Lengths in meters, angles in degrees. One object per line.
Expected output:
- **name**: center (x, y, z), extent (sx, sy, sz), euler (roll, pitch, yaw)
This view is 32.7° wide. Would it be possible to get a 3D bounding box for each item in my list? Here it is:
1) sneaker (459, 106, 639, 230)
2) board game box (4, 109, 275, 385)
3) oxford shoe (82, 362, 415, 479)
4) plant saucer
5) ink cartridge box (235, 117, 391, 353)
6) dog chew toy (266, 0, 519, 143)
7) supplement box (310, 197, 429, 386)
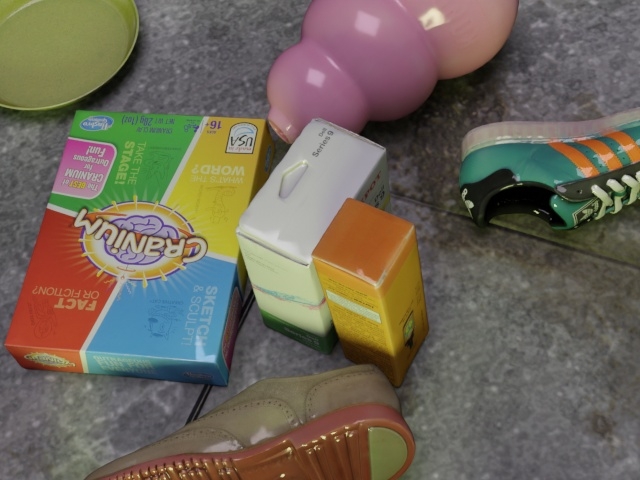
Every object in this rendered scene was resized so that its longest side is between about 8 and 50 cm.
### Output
- **sneaker**: center (0.305, -0.066, 1.201), extent (0.302, 0.108, 0.121), euler (-5, 60, 15)
- **board game box**: center (-0.197, 0.000, 1.250), extent (0.242, 0.064, 0.317), euler (3, 60, 10)
- **oxford shoe**: center (-0.082, 0.217, 1.101), extent (0.348, 0.123, 0.130), euler (-14, 33, 1)
- **plant saucer**: center (-0.352, -0.259, 1.439), extent (0.241, 0.037, 0.241), euler (-4, 59, 6)
- **ink cartridge box**: center (0.000, 0.000, 1.136), extent (0.093, 0.212, 0.154), euler (24, 66, 20)
- **dog chew toy**: center (0.073, -0.236, 1.280), extent (0.332, 0.206, 0.206), euler (-42, 63, -8)
- **supplement box**: center (0.055, 0.057, 1.084), extent (0.080, 0.233, 0.078), euler (22, 65, 23)
